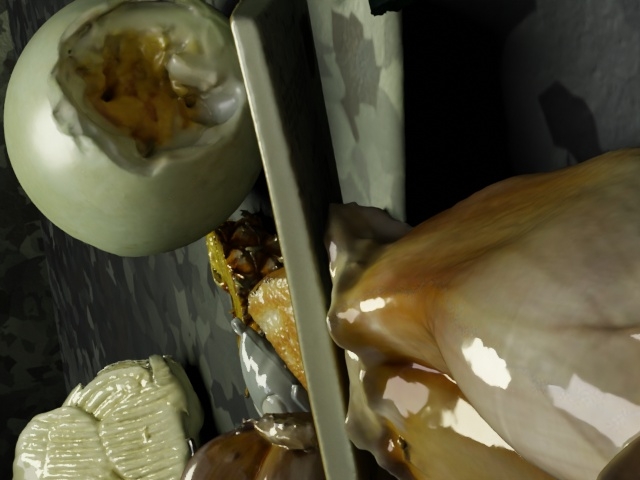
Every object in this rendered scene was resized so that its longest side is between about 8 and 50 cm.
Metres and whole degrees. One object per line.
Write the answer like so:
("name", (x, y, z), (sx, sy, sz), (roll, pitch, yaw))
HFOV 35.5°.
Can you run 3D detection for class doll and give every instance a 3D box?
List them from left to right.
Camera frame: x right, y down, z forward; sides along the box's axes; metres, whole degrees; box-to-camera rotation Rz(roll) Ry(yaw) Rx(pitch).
("doll", (-0.027, 0.176, 1.083), (0.227, 0.075, 0.102), (55, 157, -6))

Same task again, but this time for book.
("book", (0.000, 0.000, 0.748), (0.269, 0.032, 0.388), (-81, -19, -67))

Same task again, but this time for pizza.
("pizza", (0.016, 0.113, 1.007), (0.188, 0.062, 0.198), (-3, 109, 52))

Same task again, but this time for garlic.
("garlic", (-0.026, 0.235, 0.915), (0.160, 0.214, 0.191), (10, 95, 25))
("garlic", (0.134, 0.085, 0.529), (0.313, 0.249, 0.286), (12, 94, 59))

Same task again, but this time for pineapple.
("pineapple", (-0.076, 0.055, 1.157), (0.233, 0.080, 0.135), (67, 153, 20))

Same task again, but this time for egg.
("egg", (-0.200, -0.120, 1.090), (0.336, 0.278, 0.278), (141, 113, -69))

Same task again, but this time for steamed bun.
("steamed bun", (-0.307, 0.382, 1.634), (0.347, 0.394, 0.237), (28, 169, 11))

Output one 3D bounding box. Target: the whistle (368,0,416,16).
("whistle", (0.033, -0.270, 0.778), (0.039, 0.039, 0.186), (-18, 86, 67))
